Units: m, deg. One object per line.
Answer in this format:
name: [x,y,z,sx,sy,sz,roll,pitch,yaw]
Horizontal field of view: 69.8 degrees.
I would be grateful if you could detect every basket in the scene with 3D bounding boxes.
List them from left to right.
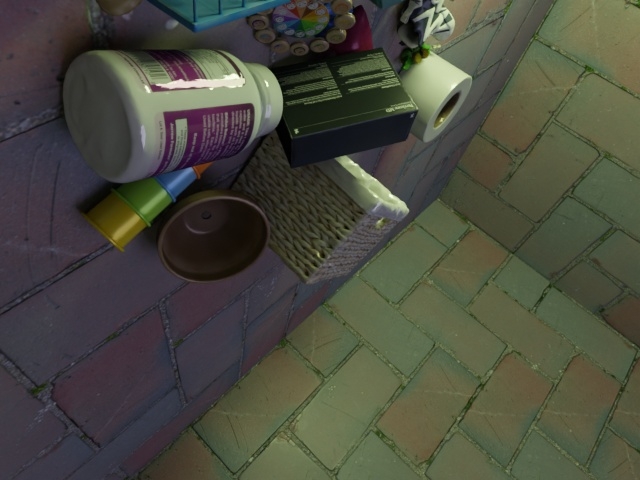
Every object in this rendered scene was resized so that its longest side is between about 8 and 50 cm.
basket: [0.001,-0.091,1.162,0.266,0.331,0.328,-51,163,14]

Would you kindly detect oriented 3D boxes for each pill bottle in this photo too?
pill bottle: [-0.198,-0.198,0.692,0.301,0.169,0.169,-28,154,-49]

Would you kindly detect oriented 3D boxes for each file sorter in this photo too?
file sorter: [-0.134,-0.363,0.591,0.170,0.118,0.104,-38,156,-33]

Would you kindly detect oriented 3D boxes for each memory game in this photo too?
memory game: [-0.032,-0.376,0.788,0.186,0.012,0.186,-3,167,-1]

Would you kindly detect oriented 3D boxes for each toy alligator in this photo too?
toy alligator: [0.291,-0.563,1.358,0.190,0.056,0.051,-40,121,-28]

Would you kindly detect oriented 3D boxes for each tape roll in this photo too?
tape roll: [0.348,-0.467,1.497,0.246,0.169,0.246,-43,162,-17]

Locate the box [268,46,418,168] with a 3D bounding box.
box: [0.036,-0.272,0.935,0.261,0.184,0.103,-15,153,-13]

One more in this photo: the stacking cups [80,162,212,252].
stacking cups: [-0.267,-0.120,0.821,0.316,0.096,0.096,-46,163,-14]

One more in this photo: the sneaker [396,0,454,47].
sneaker: [0.268,-0.563,1.216,0.153,0.094,0.235,-51,163,8]

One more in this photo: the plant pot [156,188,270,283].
plant pot: [-0.237,-0.028,0.997,0.237,0.109,0.237,-16,136,-16]

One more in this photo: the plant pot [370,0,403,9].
plant pot: [0.156,-0.557,0.831,0.234,0.166,0.165,-46,163,0]

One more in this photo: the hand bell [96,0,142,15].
hand bell: [-0.273,-0.320,0.403,0.126,0.126,0.242,-54,150,15]

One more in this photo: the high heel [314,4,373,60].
high heel: [0.132,-0.420,1.102,0.181,0.127,0.377,-46,163,29]

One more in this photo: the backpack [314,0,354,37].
backpack: [0.002,-0.435,0.811,0.098,0.101,0.120,-55,160,-5]
